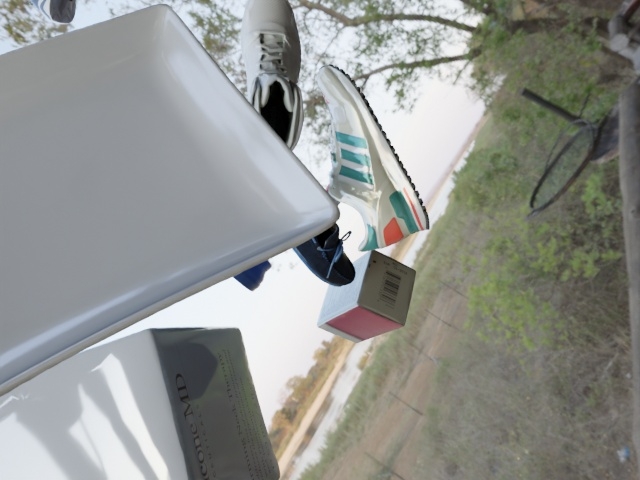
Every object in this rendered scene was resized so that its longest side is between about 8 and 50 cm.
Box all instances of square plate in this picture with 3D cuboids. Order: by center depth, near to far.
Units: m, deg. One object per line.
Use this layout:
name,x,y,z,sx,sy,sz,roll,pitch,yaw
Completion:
square plate,-0.217,-0.047,0.373,0.344,0.347,0.049,-28,-31,-16

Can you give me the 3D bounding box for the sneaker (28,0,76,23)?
sneaker,-0.648,-0.657,1.106,0.094,0.153,0.234,-28,-38,-58

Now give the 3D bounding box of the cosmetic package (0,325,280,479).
cosmetic package,-0.304,0.353,0.802,0.328,0.329,0.393,-20,-12,5

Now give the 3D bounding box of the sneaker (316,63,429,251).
sneaker,0.024,-0.064,0.386,0.075,0.161,0.057,-29,1,12

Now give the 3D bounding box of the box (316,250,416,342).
box,0.106,0.143,1.122,0.232,0.127,0.148,-42,25,59

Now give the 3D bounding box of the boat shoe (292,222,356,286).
boat shoe,0.000,0.000,0.888,0.089,0.258,0.109,-26,40,26

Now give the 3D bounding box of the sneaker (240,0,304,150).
sneaker,-0.068,-0.269,0.736,0.169,0.108,0.292,-149,58,-73

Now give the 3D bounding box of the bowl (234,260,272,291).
bowl,-0.253,-0.053,1.008,0.077,0.391,0.391,-44,-10,-6
